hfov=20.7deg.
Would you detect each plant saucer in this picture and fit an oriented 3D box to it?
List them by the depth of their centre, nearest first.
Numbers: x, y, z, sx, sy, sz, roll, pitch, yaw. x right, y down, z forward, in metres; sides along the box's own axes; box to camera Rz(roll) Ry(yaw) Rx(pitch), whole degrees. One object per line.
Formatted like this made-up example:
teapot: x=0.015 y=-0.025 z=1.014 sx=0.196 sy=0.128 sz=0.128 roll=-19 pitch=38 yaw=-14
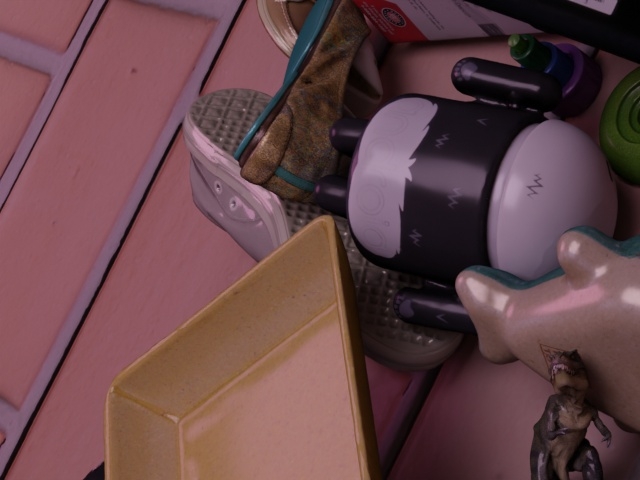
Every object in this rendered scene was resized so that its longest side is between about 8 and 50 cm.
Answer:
plant saucer: x=-0.062 y=0.193 z=1.588 sx=0.333 sy=0.081 sz=0.332 roll=-38 pitch=40 yaw=29

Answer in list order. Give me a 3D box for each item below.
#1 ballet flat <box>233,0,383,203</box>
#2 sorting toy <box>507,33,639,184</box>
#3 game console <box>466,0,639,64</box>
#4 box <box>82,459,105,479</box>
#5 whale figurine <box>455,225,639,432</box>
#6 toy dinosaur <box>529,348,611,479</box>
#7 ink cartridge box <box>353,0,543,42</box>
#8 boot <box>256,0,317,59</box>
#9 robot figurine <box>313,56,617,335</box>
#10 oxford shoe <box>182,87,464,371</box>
ballet flat: x=0.006 y=-0.148 z=1.809 sx=0.123 sy=0.123 sz=0.348 roll=-31 pitch=20 yaw=30
sorting toy: x=0.292 y=-0.121 z=1.560 sx=0.365 sy=0.126 sz=0.127 roll=32 pitch=92 yaw=49
game console: x=0.258 y=-0.315 z=1.553 sx=0.386 sy=0.060 sz=0.342 roll=21 pitch=66 yaw=12
box: x=-0.148 y=0.299 z=1.770 sx=0.293 sy=0.073 sz=0.295 roll=-43 pitch=32 yaw=24
whale figurine: x=0.249 y=0.062 z=1.461 sx=0.272 sy=0.216 sz=0.141 roll=7 pitch=44 yaw=41
toy dinosaur: x=0.201 y=0.196 z=1.453 sx=0.268 sy=0.064 sz=0.118 roll=103 pitch=153 yaw=-51
ink cartridge box: x=0.136 y=-0.305 z=1.755 sx=0.273 sy=0.197 sz=0.114 roll=4 pitch=58 yaw=46
boot: x=0.007 y=-0.309 z=1.997 sx=0.165 sy=0.077 sz=0.213 roll=-34 pitch=47 yaw=25
robot figurine: x=0.136 y=-0.041 z=1.613 sx=0.278 sy=0.209 sz=0.173 roll=13 pitch=34 yaw=31
oxford shoe: x=0.000 y=0.000 z=1.798 sx=0.449 sy=0.169 sz=0.130 roll=44 pitch=142 yaw=41
